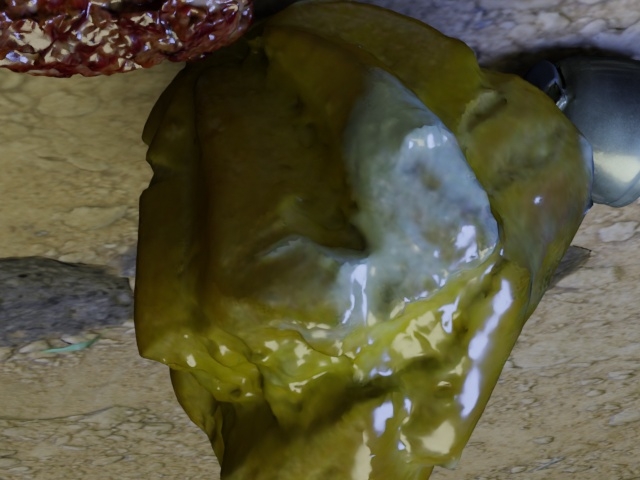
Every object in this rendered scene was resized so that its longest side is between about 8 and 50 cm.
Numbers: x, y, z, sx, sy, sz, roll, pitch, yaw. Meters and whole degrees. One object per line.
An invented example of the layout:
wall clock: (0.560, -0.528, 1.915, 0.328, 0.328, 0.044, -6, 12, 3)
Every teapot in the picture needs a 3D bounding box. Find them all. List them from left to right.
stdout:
teapot: (0.191, -0.097, 1.133, 0.108, 0.149, 0.111, 17, 110, -17)

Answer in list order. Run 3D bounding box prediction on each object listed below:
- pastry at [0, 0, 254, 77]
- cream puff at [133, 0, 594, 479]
pastry: (-0.135, -0.148, 0.884, 0.208, 0.097, 0.115, -2, 166, -17)
cream puff: (0.000, 0.000, 1.009, 0.275, 0.378, 0.378, 27, 151, -2)
